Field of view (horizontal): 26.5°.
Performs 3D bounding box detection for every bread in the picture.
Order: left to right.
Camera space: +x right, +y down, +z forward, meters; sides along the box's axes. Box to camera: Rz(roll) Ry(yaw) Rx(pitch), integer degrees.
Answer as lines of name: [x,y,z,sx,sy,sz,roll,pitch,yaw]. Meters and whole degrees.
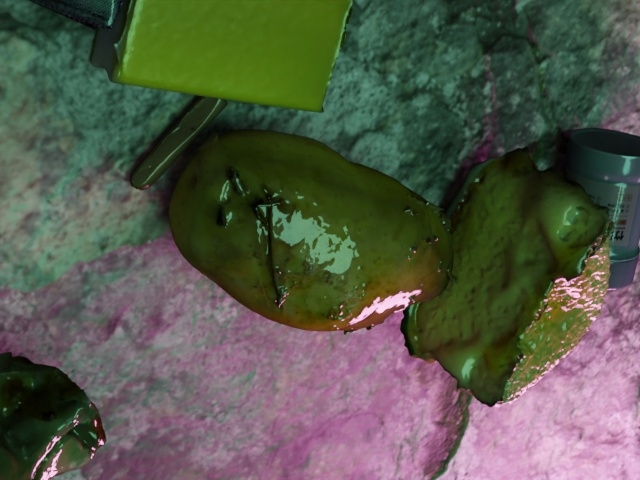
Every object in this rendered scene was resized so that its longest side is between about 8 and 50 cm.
bread: [0.213,0.038,1.420,0.133,0.174,0.252,8,111,-50]

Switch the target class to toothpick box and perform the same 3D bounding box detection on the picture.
toothpick box: [0.305,-0.035,1.482,0.101,0.101,0.153,-5,114,-29]

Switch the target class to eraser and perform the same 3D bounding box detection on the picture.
eraser: [-0.080,-0.204,1.191,0.226,0.069,0.158,5,112,-33]

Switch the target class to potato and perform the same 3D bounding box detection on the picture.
potato: [0.000,0.000,1.292,0.300,0.140,0.173,20,97,-32]

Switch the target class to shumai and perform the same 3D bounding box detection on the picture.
shumai: [-0.292,0.231,1.167,0.221,0.225,0.261,-2,91,-17]

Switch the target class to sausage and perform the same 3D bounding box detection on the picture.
sausage: [-0.131,-0.091,1.242,0.116,0.026,0.026,-48,127,-1]

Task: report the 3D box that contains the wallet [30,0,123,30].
wallet: [-0.190,-0.263,1.091,0.111,0.030,0.166,22,103,-2]
